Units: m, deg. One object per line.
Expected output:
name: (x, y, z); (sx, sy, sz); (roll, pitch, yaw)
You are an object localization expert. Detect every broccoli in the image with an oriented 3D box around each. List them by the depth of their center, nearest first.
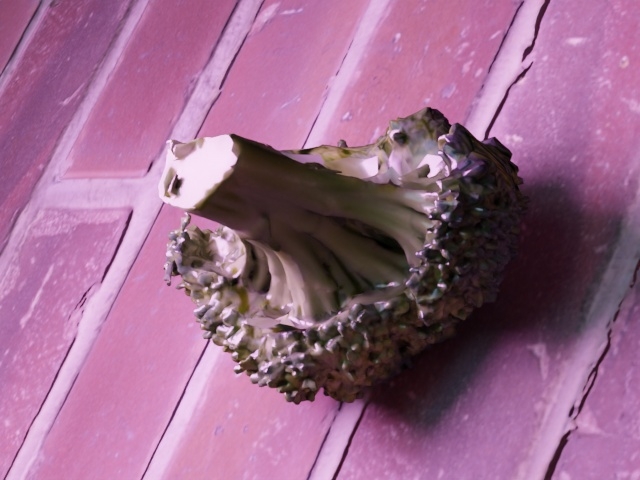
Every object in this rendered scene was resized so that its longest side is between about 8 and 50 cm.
broccoli: (0.010, 0.019, 1.739); (0.375, 0.302, 0.249); (-6, 93, 42)
